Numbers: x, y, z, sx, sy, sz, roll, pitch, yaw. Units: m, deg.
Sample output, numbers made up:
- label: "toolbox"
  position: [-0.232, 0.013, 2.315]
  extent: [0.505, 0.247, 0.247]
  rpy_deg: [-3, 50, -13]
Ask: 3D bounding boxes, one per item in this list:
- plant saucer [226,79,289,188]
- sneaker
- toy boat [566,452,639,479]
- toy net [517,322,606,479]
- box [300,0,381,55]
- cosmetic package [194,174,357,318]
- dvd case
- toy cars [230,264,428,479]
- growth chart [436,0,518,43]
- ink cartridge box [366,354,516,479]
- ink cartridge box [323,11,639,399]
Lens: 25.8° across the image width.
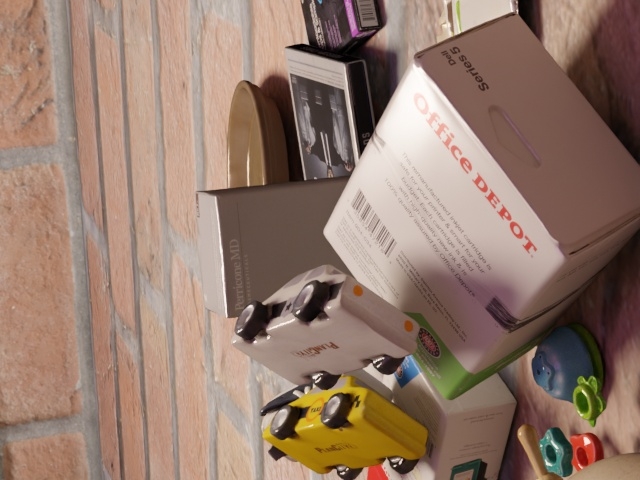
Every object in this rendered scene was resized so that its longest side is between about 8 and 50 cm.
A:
- label: "plant saucer"
  position: [-0.083, -0.072, 1.833]
  extent: [0.278, 0.041, 0.277]
  rpy_deg: [177, 90, -76]
- label: "sneaker"
  position: [0.009, 0.185, 1.541]
  extent: [0.094, 0.153, 0.235]
  rpy_deg: [50, 159, -3]
- label: "toy boat"
  position: [0.256, 0.313, 1.012]
  extent: [0.267, 0.148, 0.318]
  rpy_deg: [-172, 82, -64]
- label: "toy net"
  position: [0.213, 0.191, 1.190]
  extent: [0.122, 0.045, 0.232]
  rpy_deg: [-134, 39, -55]
- label: "box"
  position: [0.018, -0.264, 1.550]
  extent: [0.162, 0.029, 0.116]
  rpy_deg: [148, 112, -70]
- label: "cosmetic package"
  position: [0.000, 0.000, 1.399]
  extent: [0.107, 0.238, 0.127]
  rpy_deg: [-170, 72, -69]
- label: "dvd case"
  position: [0.020, -0.095, 1.569]
  extent: [0.179, 0.030, 0.238]
  rpy_deg: [-151, 49, -64]
- label: "toy cars"
  position: [0.020, 0.115, 1.272]
  extent: [0.393, 0.176, 0.087]
  rpy_deg: [79, -150, -58]
- label: "growth chart"
  position: [0.144, -0.200, 1.245]
  extent: [0.172, 0.021, 0.237]
  rpy_deg: [-153, 57, -66]
- label: "ink cartridge box"
  position: [0.115, 0.208, 1.404]
  extent: [0.134, 0.078, 0.231]
  rpy_deg: [-120, 29, -46]
- label: "ink cartridge box"
  position: [0.130, -0.021, 1.149]
  extent: [0.198, 0.115, 0.273]
  rpy_deg: [54, 151, 16]
